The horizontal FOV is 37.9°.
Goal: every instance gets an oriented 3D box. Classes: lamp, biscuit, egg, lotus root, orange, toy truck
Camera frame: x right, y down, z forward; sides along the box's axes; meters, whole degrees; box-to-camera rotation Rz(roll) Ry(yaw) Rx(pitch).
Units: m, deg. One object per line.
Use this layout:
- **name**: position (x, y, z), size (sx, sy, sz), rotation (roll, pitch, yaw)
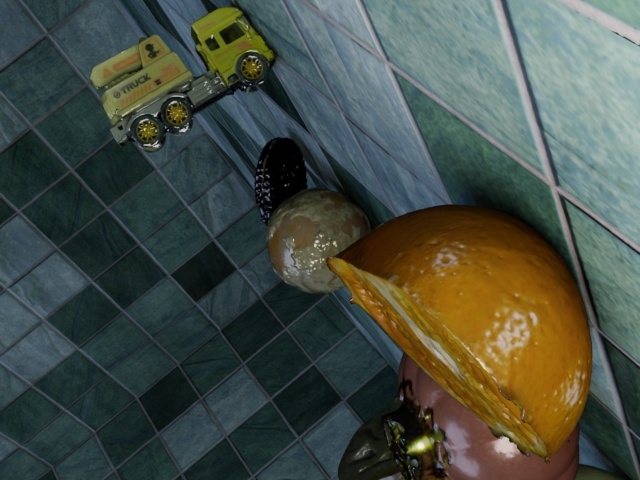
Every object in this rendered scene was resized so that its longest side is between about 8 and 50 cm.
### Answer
- **lamp**: position (0.208, 0.243, 1.274), size (0.305, 0.239, 0.305), rotation (159, 90, -78)
- **biscuit**: position (-0.076, -0.111, 1.851), size (0.053, 0.195, 0.194), rotation (2, 150, 23)
- **egg**: position (0.000, 0.000, 1.751), size (0.203, 0.203, 0.245), rotation (50, -174, 10)
- **lotus root**: position (0.210, 0.446, 2.071), size (0.111, 0.390, 0.375), rotation (51, 166, -13)
- **orange**: position (0.134, 0.087, 0.930), size (0.274, 0.274, 0.310), rotation (51, 140, -6)
- **toy truck**: position (-0.212, -0.252, 1.420), size (0.157, 0.272, 0.124), rotation (59, 174, -5)

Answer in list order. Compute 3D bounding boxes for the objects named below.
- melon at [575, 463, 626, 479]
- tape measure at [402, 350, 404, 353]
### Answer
- **melon**: position (0.388, 0.461, 1.335), size (0.308, 0.271, 0.272), rotation (55, 177, 26)
- **tape measure**: position (0.242, 0.265, 2.005), size (0.175, 0.106, 0.200), rotation (57, 174, -28)
